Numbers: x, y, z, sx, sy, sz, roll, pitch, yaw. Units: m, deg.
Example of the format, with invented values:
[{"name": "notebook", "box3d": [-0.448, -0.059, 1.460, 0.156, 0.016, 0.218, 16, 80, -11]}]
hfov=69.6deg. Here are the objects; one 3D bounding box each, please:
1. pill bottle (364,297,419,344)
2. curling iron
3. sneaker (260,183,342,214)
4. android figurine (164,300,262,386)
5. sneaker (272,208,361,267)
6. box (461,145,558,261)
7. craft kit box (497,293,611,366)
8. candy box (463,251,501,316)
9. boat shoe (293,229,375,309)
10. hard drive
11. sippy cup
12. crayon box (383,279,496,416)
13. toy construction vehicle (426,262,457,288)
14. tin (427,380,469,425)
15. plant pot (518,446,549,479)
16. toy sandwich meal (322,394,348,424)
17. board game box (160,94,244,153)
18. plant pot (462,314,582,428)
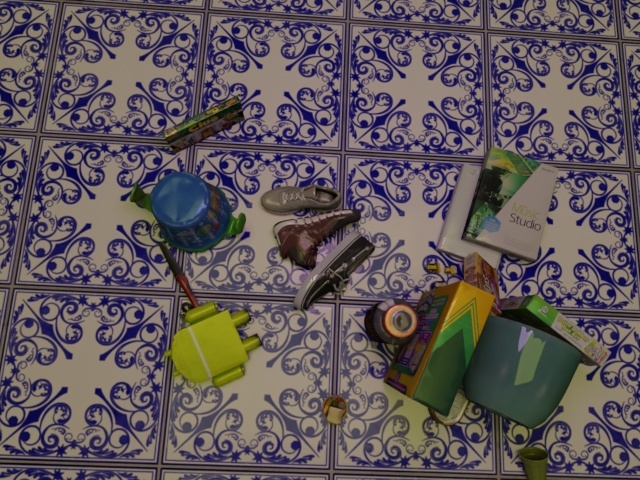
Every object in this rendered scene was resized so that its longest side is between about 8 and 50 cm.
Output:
[{"name": "pill bottle", "box3d": [0.206, 0.234, 1.327, 0.131, 0.245, 0.130, 1, 78, -3]}, {"name": "curling iron", "box3d": [-0.441, 0.127, 1.422, 0.068, 0.035, 0.273, -24, 81, -7]}, {"name": "sneaker", "box3d": [-0.058, -0.141, 1.451, 0.263, 0.121, 0.099, -3, 78, -3]}, {"name": "android figurine", "box3d": [-0.321, 0.312, 1.366, 0.273, 0.056, 0.248, -25, 91, -9]}, {"name": "sneaker", "box3d": [0.000, 0.000, 1.446, 0.282, 0.106, 0.162, -12, 85, 5]}, {"name": "box", "box3d": [0.607, -0.118, 1.471, 0.233, 0.058, 0.321, 18, 78, 0]}, {"name": "craft kit box", "box3d": [0.658, 0.260, 1.345, 0.250, 0.246, 0.061, 39, 78, 5]}, {"name": "candy box", "box3d": [0.487, 0.134, 1.393, 0.109, 0.053, 0.186, 40, 37, -16]}, {"name": "boat shoe", "box3d": [0.048, 0.109, 1.412, 0.105, 0.113, 0.306, 38, 70, 19]}, {"name": "hard drive", "box3d": [0.520, -0.079, 1.510, 0.203, 0.040, 0.307, 20, 79, 1]}, {"name": "sippy cup", "box3d": [-0.394, -0.095, 1.373, 0.306, 0.224, 0.239, -19, 81, -7]}, {"name": "crayon box", "box3d": [0.311, 0.285, 1.263, 0.106, 0.363, 0.312, 27, 79, 2]}, {"name": "toy construction vehicle", "box3d": [0.388, 0.116, 1.471, 0.099, 0.035, 0.085, -1, 68, -6]}, {"name": "tin", "box3d": [0.403, 0.470, 1.399, 0.106, 0.040, 0.189, 31, 79, -1]}, {"name": "plant pot", "box3d": [0.632, 0.666, 1.355, 0.084, 0.083, 0.079, -8, 91, -4]}, {"name": "toy sandwich meal", "box3d": [0.043, 0.505, 1.375, 0.086, 0.029, 0.085, 1, 79, -3]}, {"name": "board game box", "box3d": [-0.369, -0.368, 1.472, 0.260, 0.136, 0.030, -29, 80, -7]}, {"name": "plant pot", "box3d": [0.536, 0.376, 1.287, 0.293, 0.293, 0.235, 26, 77, 2]}]
